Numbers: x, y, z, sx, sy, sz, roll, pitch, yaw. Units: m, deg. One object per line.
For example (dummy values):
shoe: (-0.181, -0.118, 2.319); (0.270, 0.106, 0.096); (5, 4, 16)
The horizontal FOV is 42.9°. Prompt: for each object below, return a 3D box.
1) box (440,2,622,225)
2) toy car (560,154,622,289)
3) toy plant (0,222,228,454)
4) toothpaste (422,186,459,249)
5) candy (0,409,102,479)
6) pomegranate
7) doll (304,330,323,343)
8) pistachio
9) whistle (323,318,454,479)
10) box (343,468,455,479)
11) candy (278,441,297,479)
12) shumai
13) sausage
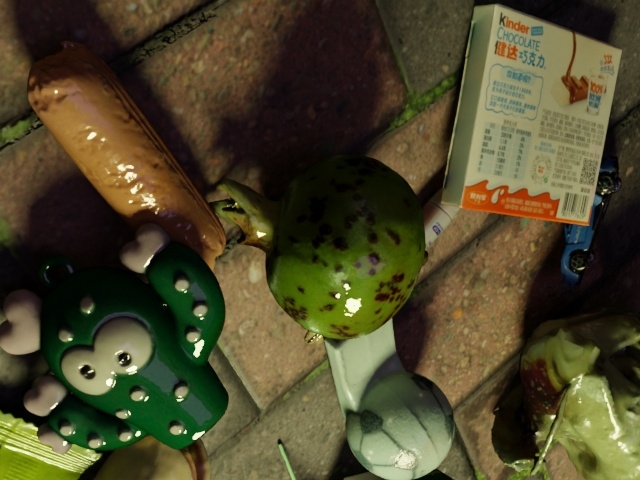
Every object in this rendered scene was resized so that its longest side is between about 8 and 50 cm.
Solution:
box: (0.296, -0.163, 1.119); (0.273, 0.048, 0.265); (7, 96, -35)
toy car: (0.408, -0.030, 1.255); (0.103, 0.063, 0.216); (-12, 120, -67)
toy plant: (-0.206, 0.111, 0.842); (0.233, 0.112, 0.243); (-14, 106, -2)
toothpaste: (0.118, 0.013, 1.096); (0.194, 0.043, 0.067); (-51, 165, -5)
candy: (-0.367, 0.298, 0.872); (0.246, 0.069, 0.149); (-53, 131, -4)
pomegranate: (0.000, 0.000, 0.922); (0.263, 0.211, 0.211); (13, 103, -12)
doll: (0.016, 0.097, 1.057); (0.061, 0.051, 0.093); (-1, 110, -66)
pistachio: (-0.204, 0.317, 0.947); (0.144, 0.144, 0.215); (16, 102, -38)
whistle: (0.102, 0.229, 1.100); (0.163, 0.163, 0.289); (-34, 138, -19)
box: (0.104, 0.414, 1.210); (0.199, 0.081, 0.135); (4, 106, -50)
candy: (-0.023, 0.362, 1.125); (0.049, 0.055, 0.184); (-18, 98, 20)
shumai: (0.463, 0.243, 1.264); (0.348, 0.395, 0.395); (25, 94, -18)
sausage: (-0.188, -0.071, 0.827); (0.086, 0.086, 0.289); (-43, 127, -12)
